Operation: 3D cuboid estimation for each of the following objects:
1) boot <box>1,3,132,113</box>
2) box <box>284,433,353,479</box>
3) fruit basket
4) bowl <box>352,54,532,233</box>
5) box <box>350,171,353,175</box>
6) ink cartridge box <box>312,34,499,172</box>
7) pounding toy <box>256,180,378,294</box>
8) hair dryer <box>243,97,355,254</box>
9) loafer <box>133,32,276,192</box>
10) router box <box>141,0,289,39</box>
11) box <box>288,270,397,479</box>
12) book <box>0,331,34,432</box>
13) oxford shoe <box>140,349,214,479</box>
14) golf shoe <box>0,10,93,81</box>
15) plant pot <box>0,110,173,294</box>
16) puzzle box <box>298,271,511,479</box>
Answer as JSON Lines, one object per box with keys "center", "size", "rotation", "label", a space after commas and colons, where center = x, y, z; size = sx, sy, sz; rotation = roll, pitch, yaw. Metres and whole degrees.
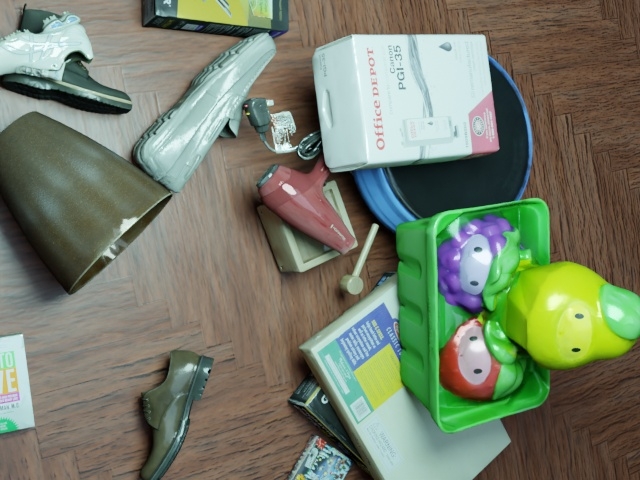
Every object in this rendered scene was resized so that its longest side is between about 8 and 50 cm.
{"center": [-0.385, -0.284, 1.294], "size": [0.198, 0.077, 0.137], "rotation": [14, 77, -29], "label": "boot"}
{"center": [-0.012, 0.437, 1.500], "size": [0.094, 0.027, 0.137], "rotation": [39, 71, -21], "label": "box"}
{"center": [0.311, 0.121, 1.330], "size": [0.283, 0.392, 0.392], "rotation": [-9, 93, -29], "label": "fruit basket"}
{"center": [0.235, -0.183, 1.525], "size": [0.391, 0.077, 0.391], "rotation": [1, 87, -29], "label": "bowl"}
{"center": [0.189, -0.197, 1.594], "size": [0.290, 0.087, 0.169], "rotation": [-42, 107, -23], "label": "box"}
{"center": [0.145, -0.228, 1.360], "size": [0.283, 0.117, 0.207], "rotation": [-9, 93, -32], "label": "ink cartridge box"}
{"center": [0.010, 0.002, 1.485], "size": [0.181, 0.094, 0.206], "rotation": [-24, 100, -26], "label": "pounding toy"}
{"center": [0.002, -0.117, 1.365], "size": [0.224, 0.080, 0.293], "rotation": [-11, 96, -10], "label": "hair dryer"}
{"center": [-0.179, -0.220, 1.388], "size": [0.319, 0.112, 0.111], "rotation": [-50, 116, -12], "label": "loafer"}
{"center": [-0.180, -0.511, 1.404], "size": [0.243, 0.081, 0.308], "rotation": [-2, 89, -29], "label": "router box"}
{"center": [0.131, 0.261, 1.556], "size": [0.257, 0.079, 0.322], "rotation": [48, 68, -21], "label": "box"}
{"center": [-0.492, 0.219, 1.244], "size": [0.096, 0.035, 0.144], "rotation": [-8, 94, -25], "label": "book"}
{"center": [-0.258, 0.288, 1.352], "size": [0.096, 0.083, 0.227], "rotation": [20, 78, -7], "label": "oxford shoe"}
{"center": [-0.419, -0.268, 1.213], "size": [0.176, 0.069, 0.086], "rotation": [-32, 94, -22], "label": "golf shoe"}
{"center": [-0.380, -0.074, 1.230], "size": [0.230, 0.215, 0.215], "rotation": [44, 69, -5], "label": "plant pot"}
{"center": [0.165, 0.285, 1.501], "size": [0.272, 0.052, 0.408], "rotation": [-34, 104, -25], "label": "puzzle box"}
